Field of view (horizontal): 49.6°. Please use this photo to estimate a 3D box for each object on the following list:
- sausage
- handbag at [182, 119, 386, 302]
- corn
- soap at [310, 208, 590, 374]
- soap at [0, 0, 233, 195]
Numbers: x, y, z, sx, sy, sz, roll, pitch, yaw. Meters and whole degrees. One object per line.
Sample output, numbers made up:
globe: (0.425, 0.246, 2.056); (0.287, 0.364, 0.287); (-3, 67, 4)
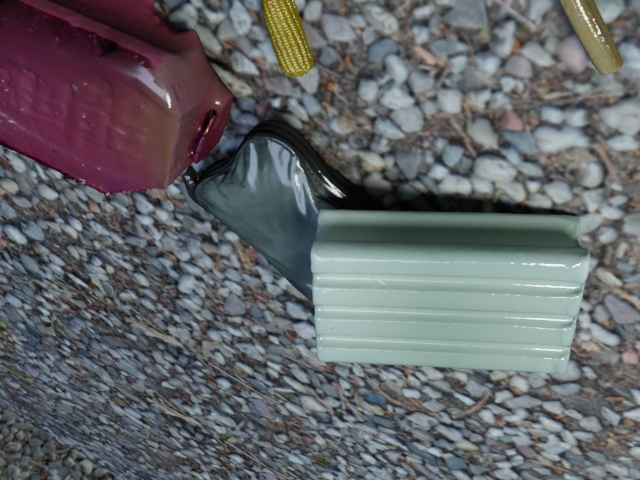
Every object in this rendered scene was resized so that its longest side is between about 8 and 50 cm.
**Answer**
sausage: (0.203, -0.188, 0.547); (0.024, 0.024, 0.132); (-18, 121, 41)
handbag: (-0.002, -0.002, 0.824); (0.332, 0.075, 0.191); (40, 141, -17)
corn: (-0.032, -0.200, 0.664); (0.037, 0.037, 0.092); (3, 129, 28)
soap: (0.128, 0.052, 0.724); (0.265, 0.088, 0.160); (1, 127, 8)
soap: (-0.254, -0.169, 0.757); (0.324, 0.127, 0.220); (23, 141, 7)
